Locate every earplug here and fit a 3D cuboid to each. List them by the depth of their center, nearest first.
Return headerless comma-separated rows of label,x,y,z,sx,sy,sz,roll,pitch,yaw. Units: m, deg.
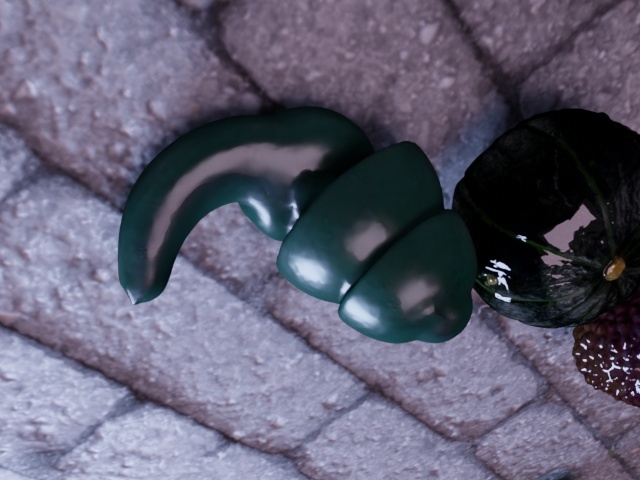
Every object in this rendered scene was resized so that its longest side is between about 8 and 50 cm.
earplug,-0.002,-0.001,0.561,0.257,0.280,0.164,-40,164,-36

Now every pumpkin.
pumpkin,0.234,-0.019,0.640,0.221,0.161,0.220,-14,133,-16

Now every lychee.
lychee,0.415,0.112,0.805,0.188,0.188,0.188,-11,129,-13
